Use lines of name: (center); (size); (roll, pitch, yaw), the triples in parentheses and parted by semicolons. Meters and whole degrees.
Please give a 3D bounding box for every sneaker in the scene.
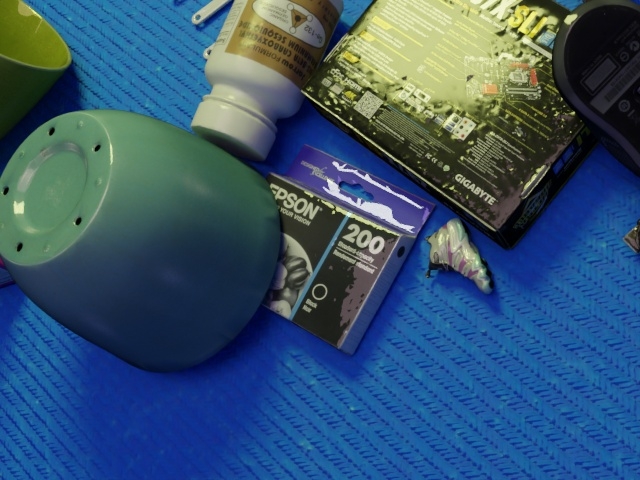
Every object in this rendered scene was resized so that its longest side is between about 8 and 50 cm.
sneaker: (0.151, 0.030, 1.142); (0.069, 0.038, 0.098); (-32, 61, 16)

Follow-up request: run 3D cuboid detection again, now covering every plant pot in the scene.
plant pot: (-0.231, -0.018, 1.169); (0.293, 0.235, 0.293); (-14, 61, 28)
plant pot: (-0.541, -0.205, 1.398); (0.275, 0.275, 0.293); (48, 111, 28)

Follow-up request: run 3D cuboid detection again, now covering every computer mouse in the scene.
computer mouse: (0.331, -0.133, 1.048); (0.188, 0.072, 0.272); (-41, 105, 3)

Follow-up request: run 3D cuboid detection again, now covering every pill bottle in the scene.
pill bottle: (-0.071, -0.223, 1.261); (0.131, 0.131, 0.229); (19, 81, 26)

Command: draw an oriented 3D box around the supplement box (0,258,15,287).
supplement box: (-0.487, -0.015, 1.312); (0.114, 0.220, 0.111); (-15, 68, 16)

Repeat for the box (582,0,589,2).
box: (0.302, -0.444, 1.173); (0.142, 0.154, 0.300); (-27, 63, 11)

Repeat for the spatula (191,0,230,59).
spatula: (-0.089, -0.366, 1.383); (0.242, 0.019, 0.168); (-35, 69, 9)

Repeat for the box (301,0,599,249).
box: (0.172, -0.182, 1.180); (0.322, 0.079, 0.257); (38, 88, 28)

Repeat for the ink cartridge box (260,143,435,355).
ink cartridge box: (0.000, 0.000, 1.207); (0.206, 0.045, 0.208); (27, 83, 29)
